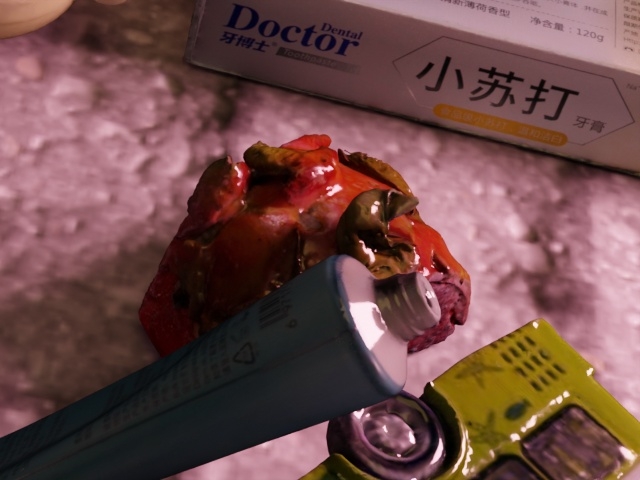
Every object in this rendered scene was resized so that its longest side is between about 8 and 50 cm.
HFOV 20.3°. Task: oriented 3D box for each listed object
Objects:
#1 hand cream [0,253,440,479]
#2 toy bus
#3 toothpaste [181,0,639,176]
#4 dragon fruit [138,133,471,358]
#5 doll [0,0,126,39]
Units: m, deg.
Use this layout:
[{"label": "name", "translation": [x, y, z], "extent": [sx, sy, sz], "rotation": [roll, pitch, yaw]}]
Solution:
[{"label": "hand cream", "translation": [-0.065, 0.062, 0.582], "extent": [0.048, 0.224, 0.083], "rotation": [63, 17, -12]}, {"label": "toy bus", "translation": [0.005, 0.147, 0.577], "extent": [0.139, 0.113, 0.302], "rotation": [43, 49, 17]}, {"label": "toothpaste", "translation": [0.095, -0.097, 0.861], "extent": [0.313, 0.071, 0.089], "rotation": [14, 48, -5]}, {"label": "dragon fruit", "translation": [0.000, 0.000, 0.720], "extent": [0.102, 0.096, 0.147], "rotation": [37, 46, 22]}, {"label": "doll", "translation": [-0.220, -0.170, 0.793], "extent": [0.296, 0.117, 0.141], "rotation": [15, 54, -3]}]
